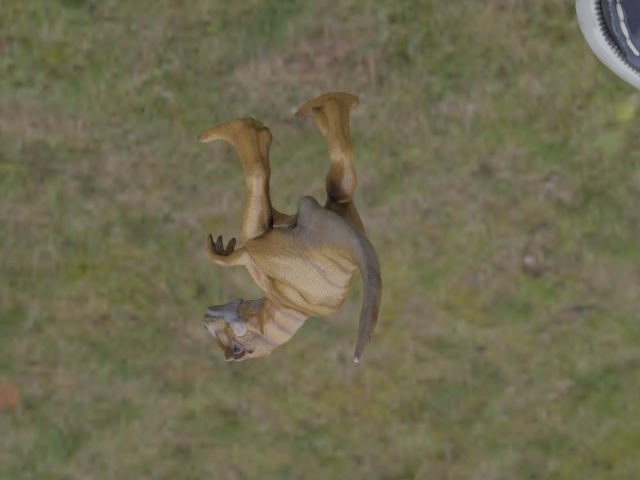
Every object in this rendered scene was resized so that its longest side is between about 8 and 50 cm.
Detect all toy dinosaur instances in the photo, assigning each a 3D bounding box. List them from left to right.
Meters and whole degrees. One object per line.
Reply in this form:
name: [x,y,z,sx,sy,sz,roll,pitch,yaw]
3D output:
toy dinosaur: [0.000,0.000,0.688,0.064,0.112,0.211,-11,172,-16]

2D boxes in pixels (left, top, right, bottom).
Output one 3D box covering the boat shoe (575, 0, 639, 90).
boat shoe: [0.173,-0.040,0.507,0.206,0.075,0.065,22,175,-17]
